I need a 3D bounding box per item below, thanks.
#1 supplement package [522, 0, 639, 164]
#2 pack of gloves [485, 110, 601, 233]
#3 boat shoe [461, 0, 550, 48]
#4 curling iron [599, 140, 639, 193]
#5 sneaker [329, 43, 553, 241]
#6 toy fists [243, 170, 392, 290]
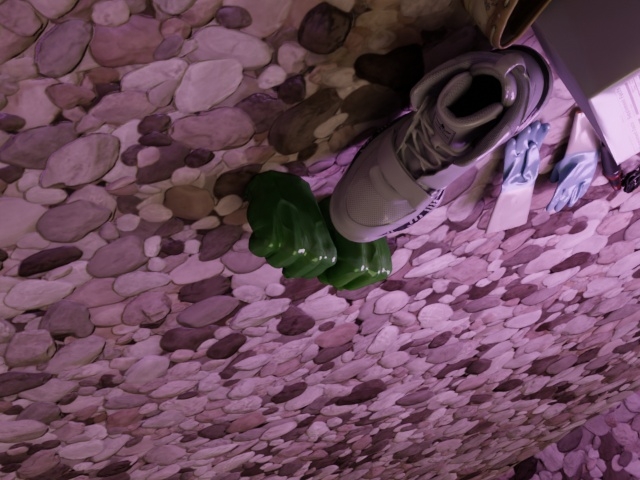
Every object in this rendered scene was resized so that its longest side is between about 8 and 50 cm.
[{"bbox_3d":[0.425,-0.273,1.196,0.263,0.199,0.198,-32,149,14],"label":"supplement package"},{"bbox_3d":[0.368,-0.127,1.563,0.195,0.046,0.232,-13,138,-18],"label":"pack of gloves"},{"bbox_3d":[0.285,-0.345,1.097,0.105,0.089,0.285,6,138,-39],"label":"boat shoe"},{"bbox_3d":[0.505,-0.131,1.613,0.068,0.035,0.274,-40,153,16],"label":"curling iron"},{"bbox_3d":[0.136,-0.125,1.238,0.366,0.137,0.210,-39,173,17],"label":"sneaker"},{"bbox_3d":[0.000,0.000,1.402,0.096,0.142,0.279,-40,145,27],"label":"toy fists"}]
